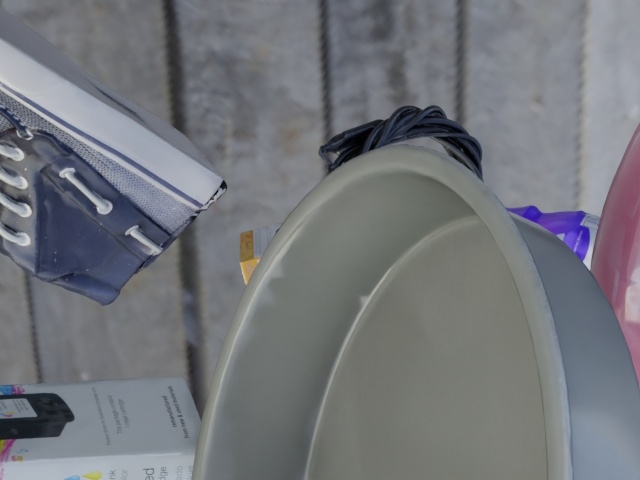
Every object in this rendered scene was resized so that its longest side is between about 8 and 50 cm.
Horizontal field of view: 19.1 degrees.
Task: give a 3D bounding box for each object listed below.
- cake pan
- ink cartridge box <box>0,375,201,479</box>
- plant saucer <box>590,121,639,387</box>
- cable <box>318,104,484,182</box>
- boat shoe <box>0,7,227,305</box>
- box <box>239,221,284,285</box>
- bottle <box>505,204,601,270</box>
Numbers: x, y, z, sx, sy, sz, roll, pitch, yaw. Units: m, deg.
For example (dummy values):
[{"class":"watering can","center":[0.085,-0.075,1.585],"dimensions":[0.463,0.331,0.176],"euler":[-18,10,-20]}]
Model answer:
[{"class":"cake pan","center":[0.029,0.111,0.733],"dimensions":[0.054,0.293,0.293],"euler":[10,109,-27]},{"class":"ink cartridge box","center":[-0.147,0.139,0.903],"dimensions":[0.175,0.072,0.127],"euler":[-2,117,-16]},{"class":"plant saucer","center":[0.274,-0.019,0.828],"dimensions":[0.332,0.084,0.332],"euler":[-20,135,-21]},{"class":"cable","center":[0.091,-0.050,1.784],"dimensions":[0.184,0.150,0.047],"euler":[-19,167,-34]},{"class":"boat shoe","center":[-0.228,-0.065,1.470],"dimensions":[0.158,0.127,0.340],"euler":[-50,133,6]},{"class":"box","center":[0.000,0.000,1.598],"dimensions":[0.136,0.081,0.028],"euler":[-13,108,2]},{"class":"bottle","center":[0.278,0.028,2.025],"dimensions":[0.092,0.283,0.118],"euler":[-7,116,-70]}]
